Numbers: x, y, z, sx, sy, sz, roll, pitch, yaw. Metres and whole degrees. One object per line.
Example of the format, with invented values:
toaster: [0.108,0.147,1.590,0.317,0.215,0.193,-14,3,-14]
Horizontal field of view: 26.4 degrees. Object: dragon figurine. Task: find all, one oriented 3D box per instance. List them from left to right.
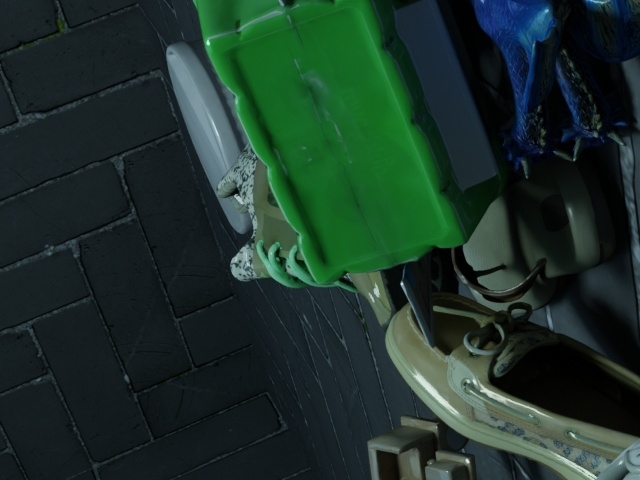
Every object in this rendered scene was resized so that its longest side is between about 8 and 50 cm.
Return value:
dragon figurine: [0.130,-0.129,0.752,0.144,0.085,0.289,63,174,13]

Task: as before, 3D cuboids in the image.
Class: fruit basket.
fruit basket: [0.039,-0.148,0.962,0.353,0.165,0.327,-69,-40,-56]

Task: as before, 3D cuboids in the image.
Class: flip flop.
flip flop: [0.140,0.001,1.012,0.277,0.080,0.112,133,114,-79]

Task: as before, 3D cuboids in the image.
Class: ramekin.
ramekin: [-0.098,-0.154,1.815,0.273,0.127,0.273,158,90,-81]

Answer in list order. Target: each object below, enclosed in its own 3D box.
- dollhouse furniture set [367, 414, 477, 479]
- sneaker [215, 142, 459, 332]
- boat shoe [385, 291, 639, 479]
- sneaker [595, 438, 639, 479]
dollhouse furniture set: [0.243,0.328,1.321,0.355,0.173,0.303,3,105,47]
sneaker: [0.000,0.000,1.361,0.158,0.182,0.410,37,-167,-33]
boat shoe: [0.166,0.102,0.943,0.285,0.104,0.089,30,136,31]
sneaker: [0.220,0.127,0.717,0.090,0.115,0.232,64,159,11]
